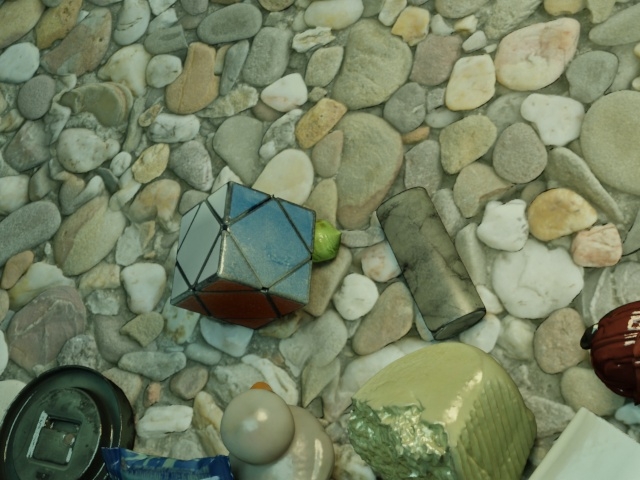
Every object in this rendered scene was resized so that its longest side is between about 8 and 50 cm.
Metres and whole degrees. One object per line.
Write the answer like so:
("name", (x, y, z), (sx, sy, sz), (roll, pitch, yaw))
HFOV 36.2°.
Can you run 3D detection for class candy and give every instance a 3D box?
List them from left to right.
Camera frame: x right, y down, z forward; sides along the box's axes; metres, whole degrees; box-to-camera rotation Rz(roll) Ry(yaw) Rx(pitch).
("candy", (-0.266, 0.466, 1.796), (0.331, 0.077, 0.187), (-5, 105, 38))

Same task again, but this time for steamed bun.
("steamed bun", (0.185, 0.311, 1.605), (0.272, 0.290, 0.273), (10, 53, 35))

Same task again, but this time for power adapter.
("power adapter", (0.417, 0.415, 1.529), (0.187, 0.124, 0.255), (35, 83, 35))

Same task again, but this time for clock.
("clock", (-0.528, 0.416, 2.018), (0.319, 0.066, 0.319), (-11, 61, 20))

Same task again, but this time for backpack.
("backpack", (0.523, 0.165, 1.545), (0.229, 0.229, 0.139), (-17, 63, 17))

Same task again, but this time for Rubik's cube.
("Rubik's cube", (-0.149, 0.033, 1.900), (0.207, 0.205, 0.205), (-30, 49, 51))

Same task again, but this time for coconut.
("coconut", (0.000, 0.000, 1.960), (0.096, 0.088, 0.088), (-23, 58, 20))

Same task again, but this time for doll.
("doll", (-0.091, 0.374, 1.743), (0.221, 0.221, 0.251), (-15, 61, 19))

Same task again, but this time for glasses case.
("glasses case", (0.206, 0.038, 1.854), (0.114, 0.060, 0.299), (-30, 57, 10))
